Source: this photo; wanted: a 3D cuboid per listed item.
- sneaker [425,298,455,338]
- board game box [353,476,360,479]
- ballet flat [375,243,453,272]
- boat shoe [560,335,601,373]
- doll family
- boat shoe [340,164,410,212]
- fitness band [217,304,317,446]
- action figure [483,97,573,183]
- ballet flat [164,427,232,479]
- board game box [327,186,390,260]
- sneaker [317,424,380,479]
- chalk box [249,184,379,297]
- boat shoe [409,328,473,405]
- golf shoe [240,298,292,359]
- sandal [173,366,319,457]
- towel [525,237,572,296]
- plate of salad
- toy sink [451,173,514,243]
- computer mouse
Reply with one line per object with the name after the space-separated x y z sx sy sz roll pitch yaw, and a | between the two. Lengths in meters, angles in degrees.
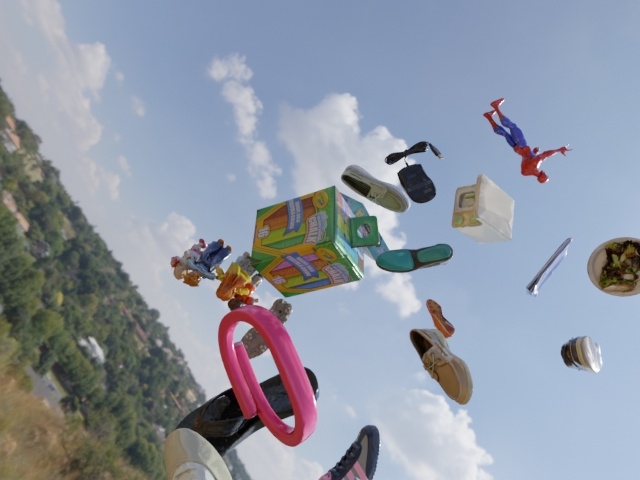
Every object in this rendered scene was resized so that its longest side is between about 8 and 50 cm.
0.470 0.317 1.858 0.175 0.064 0.067 64 -33 27 | sneaker
0.033 0.437 0.660 0.026 0.154 0.103 40 -8 -15 | board game box
0.260 0.057 1.276 0.068 0.214 0.072 72 10 -64 | ballet flat
0.734 0.326 1.311 0.093 0.285 0.102 -12 -108 35 | boat shoe
-0.268 0.077 1.192 0.263 0.163 0.118 29 -45 5 | doll family
0.212 -0.190 1.830 0.303 0.094 0.109 32 -46 11 | boat shoe
-0.107 0.267 0.916 0.209 0.054 0.290 -27 -95 45 | fitness band
0.616 -0.297 1.360 0.091 0.139 0.280 99 -30 -70 | action figure
-0.162 0.396 0.683 0.248 0.086 0.086 53 -23 9 | ballet flat
0.135 -0.075 1.951 0.253 0.079 0.336 57 -9 -27 | board game box
0.069 0.674 1.321 0.131 0.318 0.112 27 -19 -12 | sneaker
0.000 0.000 1.141 0.179 0.289 0.180 51 30 -45 | chalk box
0.389 0.411 1.532 0.341 0.110 0.121 -115 -139 -66 | boat shoe
-0.136 0.227 1.160 0.069 0.176 0.086 42 -17 3 | golf shoe
-0.221 0.456 1.263 0.167 0.446 0.106 49 -21 50 | sandal
0.879 0.113 1.772 0.040 0.243 0.336 39 8 25 | towel
0.940 0.087 1.426 0.200 0.048 0.199 8 -69 21 | plate of salad
0.529 -0.100 1.541 0.234 0.152 0.131 24 -21 -39 | toy sink
0.356 -0.232 1.604 0.060 0.184 0.261 65 0 -54 | computer mouse
